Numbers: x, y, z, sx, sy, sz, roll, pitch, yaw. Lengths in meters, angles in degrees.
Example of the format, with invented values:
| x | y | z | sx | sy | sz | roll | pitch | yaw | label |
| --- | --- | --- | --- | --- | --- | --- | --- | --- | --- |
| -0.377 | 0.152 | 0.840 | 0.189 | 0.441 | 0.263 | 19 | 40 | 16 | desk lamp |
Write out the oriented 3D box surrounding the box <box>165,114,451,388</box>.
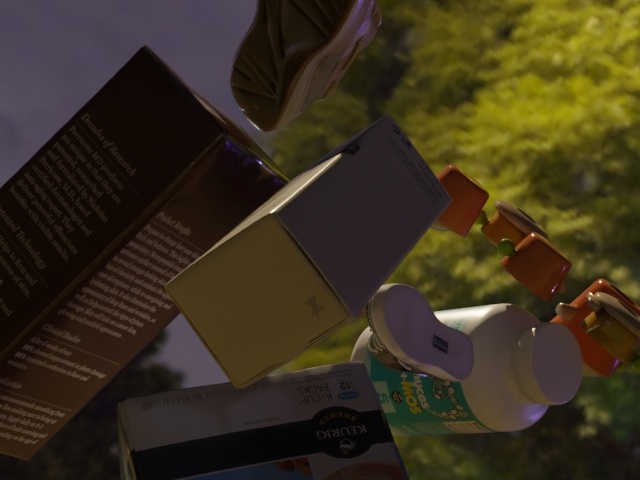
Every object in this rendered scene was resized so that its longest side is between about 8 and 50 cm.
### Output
| x | y | z | sx | sy | sz | roll | pitch | yaw | label |
| --- | --- | --- | --- | --- | --- | --- | --- | --- | --- |
| 0.000 | 0.000 | 1.127 | 0.113 | 0.275 | 0.094 | -34 | -86 | 25 | box |

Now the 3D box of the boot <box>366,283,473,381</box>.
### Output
| x | y | z | sx | sy | sz | roll | pitch | yaw | label |
| --- | --- | --- | --- | --- | --- | --- | --- | --- | --- |
| 0.073 | 0.094 | 1.480 | 0.086 | 0.069 | 0.190 | 1 | -24 | 33 | boot |

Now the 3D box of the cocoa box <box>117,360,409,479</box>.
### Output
| x | y | z | sx | sy | sz | roll | pitch | yaw | label |
| --- | --- | --- | --- | --- | --- | --- | --- | --- | --- |
| -0.050 | 0.317 | 1.359 | 0.231 | 0.228 | 0.347 | -7 | -45 | -14 | cocoa box |

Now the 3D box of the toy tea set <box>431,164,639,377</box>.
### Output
| x | y | z | sx | sy | sz | roll | pitch | yaw | label |
| --- | --- | --- | --- | --- | --- | --- | --- | --- | --- |
| 0.237 | 0.054 | 1.754 | 0.336 | 0.124 | 0.200 | 41 | 11 | 13 | toy tea set |

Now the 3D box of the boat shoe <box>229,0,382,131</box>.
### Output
| x | y | z | sx | sy | sz | roll | pitch | yaw | label |
| --- | --- | --- | --- | --- | --- | --- | --- | --- | --- |
| 0.002 | -0.214 | 1.431 | 0.109 | 0.098 | 0.302 | 55 | -31 | 15 | boat shoe |

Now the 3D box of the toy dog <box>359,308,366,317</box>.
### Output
| x | y | z | sx | sy | sz | roll | pitch | yaw | label |
| --- | --- | --- | --- | --- | --- | --- | --- | --- | --- |
| -0.057 | 0.056 | 1.740 | 0.220 | 0.161 | 0.333 | 1 | -17 | 1 | toy dog |

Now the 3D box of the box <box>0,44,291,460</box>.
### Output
| x | y | z | sx | sy | sz | roll | pitch | yaw | label |
| --- | --- | --- | --- | --- | --- | --- | --- | --- | --- |
| -0.221 | 0.020 | 1.403 | 0.143 | 0.381 | 0.191 | 50 | 5 | 25 | box |

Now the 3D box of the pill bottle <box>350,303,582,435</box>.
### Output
| x | y | z | sx | sy | sz | roll | pitch | yaw | label |
| --- | --- | --- | --- | --- | --- | --- | --- | --- | --- |
| 0.170 | 0.150 | 1.747 | 0.264 | 0.146 | 0.146 | -11 | -41 | 46 | pill bottle |
